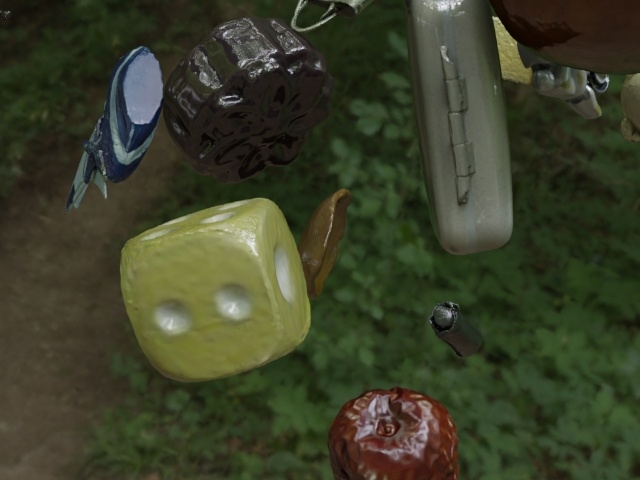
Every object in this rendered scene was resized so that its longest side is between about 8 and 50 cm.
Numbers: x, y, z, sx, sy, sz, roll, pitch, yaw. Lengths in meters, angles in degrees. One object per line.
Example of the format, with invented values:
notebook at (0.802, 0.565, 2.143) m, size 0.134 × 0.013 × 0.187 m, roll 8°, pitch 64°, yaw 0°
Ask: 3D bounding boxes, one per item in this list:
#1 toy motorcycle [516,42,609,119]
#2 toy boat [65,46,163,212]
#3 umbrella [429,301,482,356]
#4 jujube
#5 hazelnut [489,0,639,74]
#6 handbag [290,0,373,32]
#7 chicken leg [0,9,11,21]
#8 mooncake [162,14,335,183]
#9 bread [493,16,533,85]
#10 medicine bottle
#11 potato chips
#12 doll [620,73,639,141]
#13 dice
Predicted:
toy motorcycle at (0.347, -0.262, 1.526) m, size 0.074 × 0.151 × 0.228 m, roll -6°, pitch -39°, yaw 43°
toy boat at (-0.283, -0.122, 1.417) m, size 0.070 × 0.292 × 0.210 m, roll 21°, pitch 29°, yaw -21°
umbrella at (0.139, 0.094, 1.082) m, size 0.031 × 0.036 × 0.133 m, roll -3°, pitch -19°, yaw 20°
jujube at (0.117, 0.341, 1.692) m, size 0.213 × 0.213 × 0.232 m, roll 27°, pitch -31°, yaw 28°
hazelnut at (0.383, -0.380, 1.275) m, size 0.409 × 0.359 × 0.359 m, roll -6°, pitch 14°, yaw -15°
handbag at (0.052, -0.543, 2.165) m, size 0.241 × 0.315 × 0.109 m, roll 32°, pitch -25°, yaw 48°
chicken leg at (-0.599, -0.411, 1.835) m, size 0.062 × 0.037 × 0.145 m, roll -32°, pitch 55°, yaw -31°
mooncake at (-0.108, -0.215, 1.695) m, size 0.283 × 0.283 × 0.141 m, roll 19°, pitch 27°, yaw -54°
bread at (0.373, -0.373, 2.049) m, size 0.147 × 0.127 × 0.152 m, roll 9°, pitch 13°, yaw -3°
medicine bottle at (0.195, -0.178, 1.498) m, size 0.123 × 0.375 × 0.282 m, roll -9°, pitch 13°, yaw 2°
potato chips at (-0.001, 0.001, 1.875) m, size 0.062 × 0.208 × 0.195 m, roll 15°, pitch -6°, yaw 9°
doll at (0.636, -0.245, 1.736) m, size 0.278 × 0.175 × 0.149 m, roll -15°, pitch 33°, yaw -12°
dice at (-0.116, 0.054, 1.199) m, size 0.169 × 0.169 × 0.166 m, roll -14°, pitch 10°, yaw 14°
